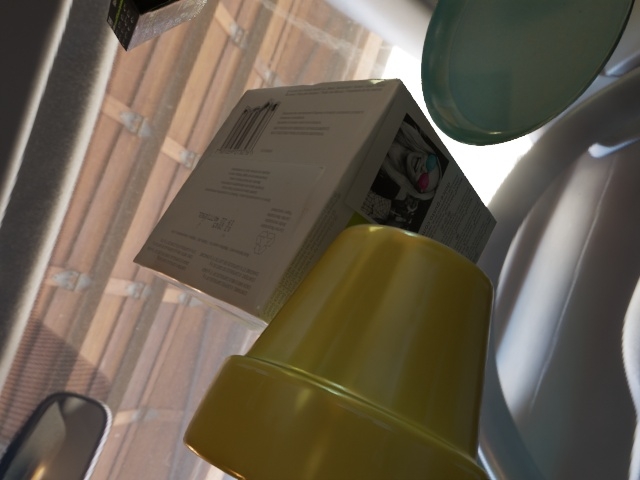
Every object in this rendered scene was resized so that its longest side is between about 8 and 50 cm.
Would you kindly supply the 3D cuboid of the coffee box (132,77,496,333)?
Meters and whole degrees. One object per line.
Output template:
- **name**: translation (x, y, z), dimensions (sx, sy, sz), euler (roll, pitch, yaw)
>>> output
- **coffee box**: translation (0.000, 0.000, 0.825), dimensions (0.334, 0.338, 0.338), euler (41, -108, -40)

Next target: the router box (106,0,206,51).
- **router box**: translation (-0.156, -0.237, 0.526), dimensions (0.092, 0.122, 0.038), euler (-36, -73, -20)

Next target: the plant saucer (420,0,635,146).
- **plant saucer**: translation (0.251, -0.271, 0.680), dimensions (0.044, 0.317, 0.317), euler (9, -77, -32)

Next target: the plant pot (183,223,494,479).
- **plant pot**: translation (0.045, 0.126, 0.491), dimensions (0.239, 0.254, 0.254), euler (-63, -18, -20)
